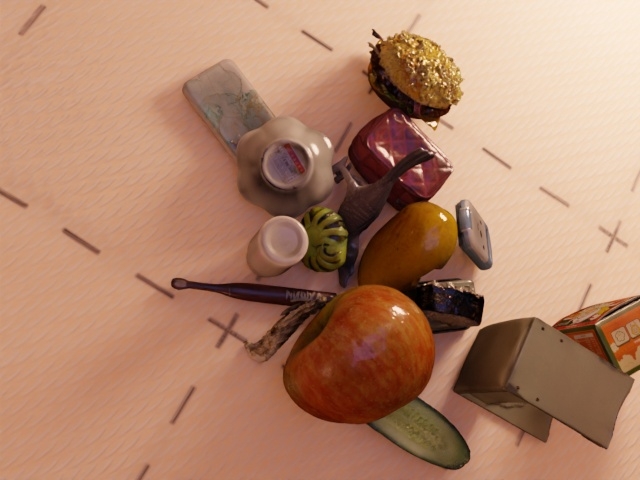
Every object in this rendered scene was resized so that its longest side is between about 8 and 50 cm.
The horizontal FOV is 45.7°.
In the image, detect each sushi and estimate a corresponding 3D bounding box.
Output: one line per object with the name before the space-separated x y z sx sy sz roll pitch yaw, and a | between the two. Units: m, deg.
sushi | 0.274 0.135 1.606 0.150 0.090 0.078 14 71 -11

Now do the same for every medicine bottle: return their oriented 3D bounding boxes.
medicine bottle | -0.095 0.018 1.572 0.102 0.186 0.103 3 77 -14

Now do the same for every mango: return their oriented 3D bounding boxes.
mango | 0.185 0.029 1.660 0.262 0.130 0.167 -41 47 12

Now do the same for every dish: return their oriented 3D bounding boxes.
dish | -0.074 -0.159 1.619 0.229 0.081 0.229 0 89 -5

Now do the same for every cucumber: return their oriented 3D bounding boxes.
cucumber | 0.214 0.412 1.638 0.244 0.063 0.115 38 78 -6

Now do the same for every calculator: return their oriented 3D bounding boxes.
calculator | 0.349 -0.011 1.722 0.039 0.210 0.121 -11 64 24

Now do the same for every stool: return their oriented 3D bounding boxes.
stool | 0.471 0.309 1.640 0.269 0.243 0.170 31 72 -7

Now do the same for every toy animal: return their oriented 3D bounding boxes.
toy animal | 0.090 -0.098 1.656 0.081 0.367 0.206 3 38 -44

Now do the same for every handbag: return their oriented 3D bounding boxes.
handbag | 0.178 -0.180 1.725 0.225 0.135 0.146 44 68 -7

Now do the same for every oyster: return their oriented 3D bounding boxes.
oyster | -0.059 0.179 1.595 0.061 0.200 0.106 55 27 12

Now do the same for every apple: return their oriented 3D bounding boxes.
apple | 0.087 0.243 1.526 0.250 0.277 0.309 42 105 -10

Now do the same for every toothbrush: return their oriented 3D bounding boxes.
toothbrush | -0.136 0.113 1.618 0.364 0.041 0.041 7 76 -15

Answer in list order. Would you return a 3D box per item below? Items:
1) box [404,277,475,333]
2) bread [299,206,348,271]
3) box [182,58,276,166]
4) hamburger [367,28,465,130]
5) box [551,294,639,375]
box | 0.272 0.145 1.699 0.172 0.093 0.124 -6 80 -17
bread | 0.000 0.000 1.637 0.130 0.071 0.139 31 111 25
box | -0.173 -0.261 1.690 0.142 0.044 0.285 -38 90 -24
hamburger | 0.214 -0.387 1.744 0.261 0.139 0.243 25 41 -15
box | 0.662 0.223 1.739 0.177 0.195 0.148 -24 85 -19
